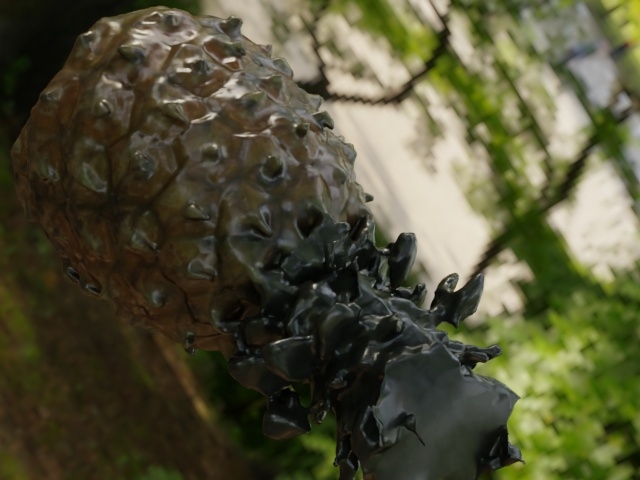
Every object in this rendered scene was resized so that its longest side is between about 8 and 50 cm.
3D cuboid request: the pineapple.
[{"bbox_3d":[-0.022,0.020,0.935,0.279,0.158,0.158,48,11,25],"label":"pineapple"}]
